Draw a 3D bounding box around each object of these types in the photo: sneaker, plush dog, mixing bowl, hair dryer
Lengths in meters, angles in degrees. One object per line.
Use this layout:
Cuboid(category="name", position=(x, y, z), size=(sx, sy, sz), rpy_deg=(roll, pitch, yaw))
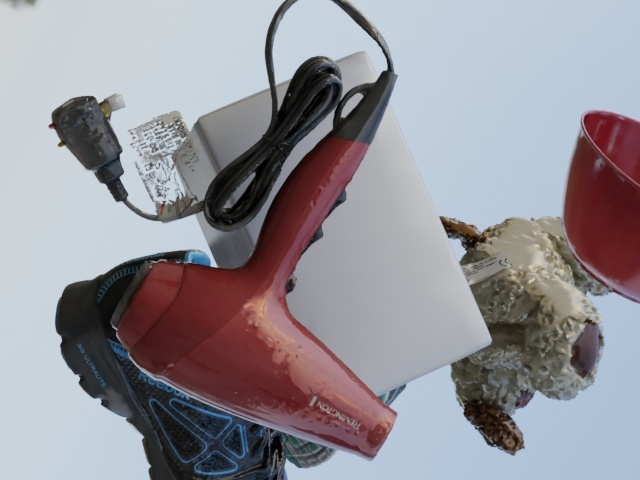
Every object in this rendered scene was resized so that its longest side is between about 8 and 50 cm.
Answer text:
Cuboid(category="sneaker", position=(-0.083, 0.159, 1.378), size=(0.140, 0.341, 0.125), rpy_deg=(-25, -155, 18))
Cuboid(category="plush dog", position=(0.197, 0.094, 1.711), size=(0.262, 0.211, 0.225), rpy_deg=(-59, 163, -52))
Cuboid(category="mixing bowl", position=(0.258, -0.012, 1.269), size=(0.098, 0.181, 0.181), rpy_deg=(-61, -162, 23))
Cuboid(category="sneaker", position=(0.027, 0.181, 1.674), size=(0.166, 0.065, 0.076), rpy_deg=(-38, 165, 32))
Cuboid(category="hair dryer", position=(-0.031, 0.008, 1.018), size=(0.224, 0.293, 0.080), rpy_deg=(-20, -175, 8))

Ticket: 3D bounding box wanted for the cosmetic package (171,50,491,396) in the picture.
Cuboid(category="cosmetic package", position=(0.000, 0.000, 1.205), size=(0.138, 0.224, 0.225), rpy_deg=(-24, -178, -9))
